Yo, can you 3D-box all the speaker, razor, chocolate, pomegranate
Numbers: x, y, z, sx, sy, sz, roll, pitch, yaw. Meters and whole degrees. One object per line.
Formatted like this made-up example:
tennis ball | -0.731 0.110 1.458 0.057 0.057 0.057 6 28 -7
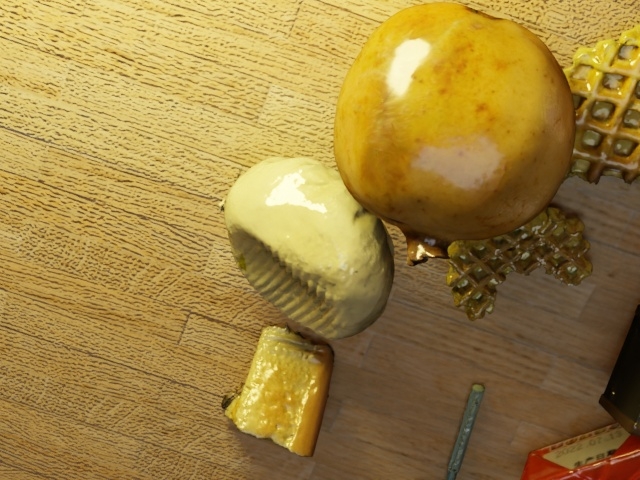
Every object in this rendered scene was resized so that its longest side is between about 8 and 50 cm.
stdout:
speaker | 0.512 0.200 1.840 0.231 0.192 0.153 20 95 -7
razor | 0.203 0.294 2.036 0.084 0.036 0.211 22 117 15
chocolate | 0.431 0.377 2.019 0.235 0.108 0.237 -23 115 18
pomegranate | 0.155 -0.137 1.646 0.307 0.307 0.307 2 121 4

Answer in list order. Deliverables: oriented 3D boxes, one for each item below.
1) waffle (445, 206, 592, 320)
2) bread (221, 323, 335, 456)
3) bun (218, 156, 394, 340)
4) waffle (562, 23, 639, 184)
waffle | 0.258 0.027 1.856 0.194 0.051 0.149 -10 120 6
bread | -0.059 0.221 2.003 0.140 0.169 0.160 20 161 -6
bun | 0.000 0.000 1.787 0.160 0.259 0.259 -46 114 -19
waffle | 0.410 -0.143 1.739 0.291 0.051 0.291 3 119 5
